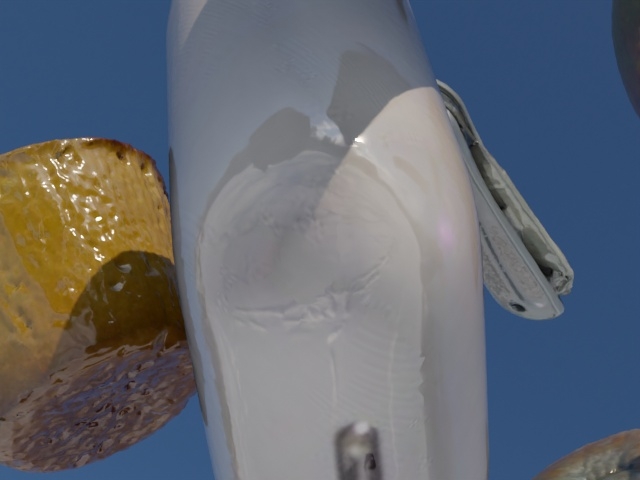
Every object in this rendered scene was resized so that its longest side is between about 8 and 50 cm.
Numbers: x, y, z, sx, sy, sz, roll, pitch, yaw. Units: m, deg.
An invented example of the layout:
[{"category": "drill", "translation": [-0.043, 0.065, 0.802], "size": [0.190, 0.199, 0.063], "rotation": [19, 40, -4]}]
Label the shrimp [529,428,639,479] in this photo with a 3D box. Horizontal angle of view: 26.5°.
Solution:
[{"category": "shrimp", "translation": [0.245, 0.258, 1.263], "size": [0.168, 0.317, 0.077], "rotation": [-26, -83, 32]}]

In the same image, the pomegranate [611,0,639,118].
[{"category": "pomegranate", "translation": [0.391, -0.198, 1.048], "size": [0.290, 0.323, 0.291], "rotation": [38, -31, 28]}]

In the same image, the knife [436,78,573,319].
[{"category": "knife", "translation": [0.117, -0.026, 0.962], "size": [0.073, 0.041, 0.265], "rotation": [10, -29, 39]}]

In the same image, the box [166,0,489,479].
[{"category": "box", "translation": [-0.001, 0.000, 0.713], "size": [0.141, 0.349, 0.289], "rotation": [-9, -55, -1]}]

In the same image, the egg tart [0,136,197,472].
[{"category": "egg tart", "translation": [-0.176, 0.047, 0.894], "size": [0.215, 0.215, 0.171], "rotation": [-51, -124, 34]}]
